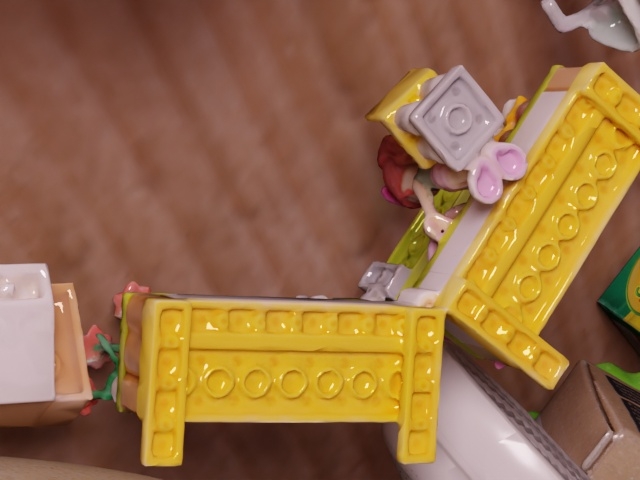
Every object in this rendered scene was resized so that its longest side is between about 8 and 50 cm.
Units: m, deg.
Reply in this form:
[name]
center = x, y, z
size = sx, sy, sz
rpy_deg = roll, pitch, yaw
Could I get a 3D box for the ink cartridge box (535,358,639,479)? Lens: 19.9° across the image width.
[ink cartridge box]
center = 0.125, 0.198, 0.768
size = 0.235, 0.193, 0.088
rpy_deg = -55, -169, 14

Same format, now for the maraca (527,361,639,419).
[maraca]
center = 0.149, 0.119, 0.837
size = 0.127, 0.099, 0.186
rpy_deg = -36, 130, 9

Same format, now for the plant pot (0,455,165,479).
[plant pot]
center = -0.087, 0.165, 0.474
size = 0.284, 0.284, 0.191
rpy_deg = -46, 114, -13

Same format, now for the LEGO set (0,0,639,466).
[LEGO set]
center = 0.000, 0.000, 0.580
size = 0.287, 0.107, 0.132
rpy_deg = -35, 107, -19

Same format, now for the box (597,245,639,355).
[box]
center = 0.209, -0.015, 0.841
size = 0.179, 0.043, 0.105
rpy_deg = -50, 146, -3

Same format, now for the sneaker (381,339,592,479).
[sneaker]
center = 0.072, 0.187, 0.660
size = 0.169, 0.108, 0.292
rpy_deg = -36, 107, 6
